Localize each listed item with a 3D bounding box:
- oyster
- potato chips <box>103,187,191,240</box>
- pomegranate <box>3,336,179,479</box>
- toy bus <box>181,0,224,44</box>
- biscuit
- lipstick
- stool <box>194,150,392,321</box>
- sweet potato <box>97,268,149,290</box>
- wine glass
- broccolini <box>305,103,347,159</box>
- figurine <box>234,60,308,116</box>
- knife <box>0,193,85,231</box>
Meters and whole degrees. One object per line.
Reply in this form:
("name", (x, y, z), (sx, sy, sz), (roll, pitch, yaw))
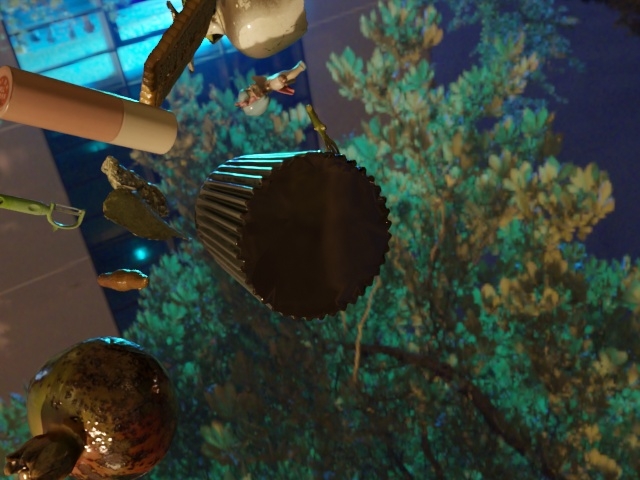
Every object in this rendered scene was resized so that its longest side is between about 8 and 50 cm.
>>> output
("oyster", (-0.563, -0.156, 2.316), (0.087, 0.252, 0.199), (-40, -169, 10))
("potato chips", (-0.423, -0.051, 1.835), (0.059, 0.228, 0.167), (-42, -108, 16))
("pomegranate", (-0.416, 0.332, 1.351), (0.285, 0.285, 0.340), (4, -156, 21))
("toy bus", (-0.329, -0.708, 2.190), (0.150, 0.262, 0.128), (38, -106, 11))
("biscuit", (-0.236, -0.326, 1.269), (0.029, 0.172, 0.254), (26, -121, -4))
("lipstick", (-0.324, -0.178, 1.059), (0.254, 0.070, 0.070), (9, -168, -46))
("stool", (-0.076, -0.029, 1.424), (0.297, 0.297, 0.330), (-24, -161, -21))
("sweet potato", (-0.561, 0.110, 2.124), (0.274, 0.067, 0.067), (0, -150, 43))
("wine glass", (-0.202, -0.549, 1.870), (0.323, 0.238, 0.238), (-17, -147, -4))
("broccolini", (0.004, -0.307, 2.249), (0.058, 0.216, 0.067), (-30, 173, -6))
("figurine", (-0.145, -0.487, 2.420), (0.260, 0.103, 0.205), (-35, -153, -13))
("knife", (-0.520, -0.052, 1.347), (0.015, 0.054, 0.212), (27, -173, 39))
